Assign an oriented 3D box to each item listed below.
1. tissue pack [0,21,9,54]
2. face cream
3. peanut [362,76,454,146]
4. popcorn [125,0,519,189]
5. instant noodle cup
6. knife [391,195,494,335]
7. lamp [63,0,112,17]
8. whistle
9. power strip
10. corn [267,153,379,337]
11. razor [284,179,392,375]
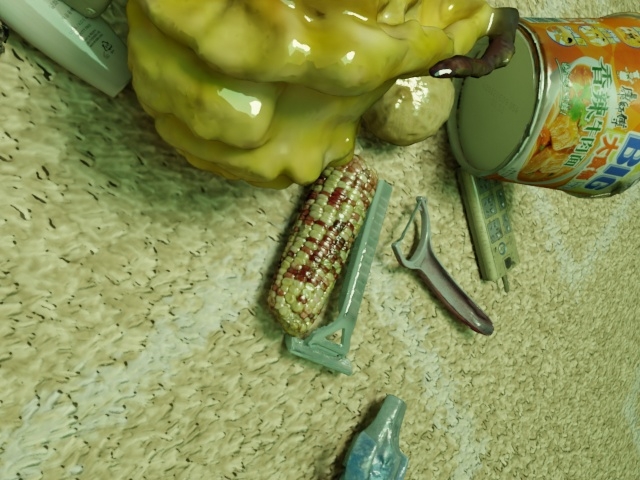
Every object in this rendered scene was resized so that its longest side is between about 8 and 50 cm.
[{"bbox_3d":[-0.398,-0.198,0.302,0.215,0.122,0.257,-47,116,-27],"label":"tissue pack"},{"bbox_3d":[-0.260,-0.218,0.439,0.182,0.051,0.072,42,63,-29],"label":"face cream"},{"bbox_3d":[0.122,-0.209,0.667,0.140,0.109,0.159,37,56,1],"label":"peanut"},{"bbox_3d":[0.002,-0.216,0.441,0.380,0.349,0.350,8,84,3],"label":"popcorn"},{"bbox_3d":[0.345,-0.210,0.717,0.213,0.296,0.297,0,91,-15],"label":"instant noodle cup"},{"bbox_3d":[0.207,0.059,0.764,0.278,0.053,0.123,49,60,-25],"label":"knife"},{"bbox_3d":[-0.195,-0.299,0.455,0.050,0.056,0.199,31,54,-32],"label":"lamp"},{"bbox_3d":[0.064,0.348,0.644,0.269,0.093,0.180,-64,145,-17],"label":"whistle"},{"bbox_3d":[0.313,-0.027,0.847,0.092,0.034,0.268,-25,104,-32],"label":"power strip"},{"bbox_3d":[0.000,0.000,0.602,0.086,0.086,0.254,33,74,-30],"label":"corn"},{"bbox_3d":[0.050,0.041,0.652,0.111,0.056,0.278,29,74,-30],"label":"razor"}]
